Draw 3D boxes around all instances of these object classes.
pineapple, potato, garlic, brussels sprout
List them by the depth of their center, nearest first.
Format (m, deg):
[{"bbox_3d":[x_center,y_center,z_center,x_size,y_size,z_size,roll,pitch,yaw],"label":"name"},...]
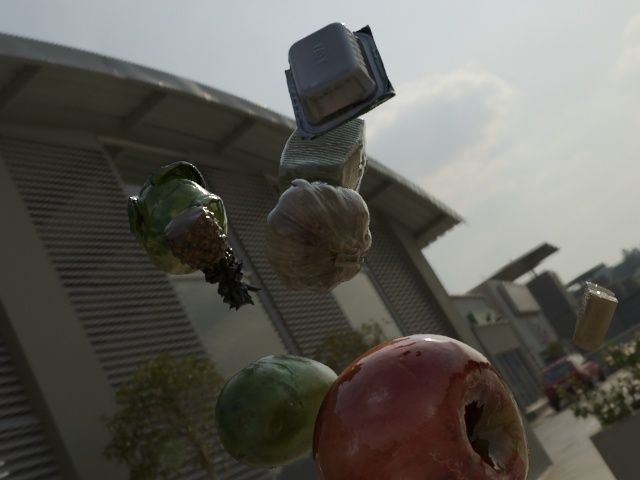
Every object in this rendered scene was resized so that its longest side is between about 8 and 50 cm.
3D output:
[{"bbox_3d":[-0.075,0.336,1.645,0.304,0.216,0.216,-12,-24,-42],"label":"potato"},{"bbox_3d":[-0.231,0.047,1.782,0.128,0.248,0.128,-26,30,16],"label":"pineapple"},{"bbox_3d":[-0.370,-0.053,2.132,0.227,0.259,0.294,-6,-63,-46],"label":"brussels sprout"},{"bbox_3d":[-0.008,-0.004,2.204,0.322,0.322,0.241,-31,11,2],"label":"garlic"}]

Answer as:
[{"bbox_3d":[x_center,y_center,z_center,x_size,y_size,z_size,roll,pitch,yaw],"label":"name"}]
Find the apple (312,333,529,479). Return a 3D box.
[{"bbox_3d":[0.158,0.343,1.372,0.364,0.364,0.364,-28,-16,-9],"label":"apple"}]

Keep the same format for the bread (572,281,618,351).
[{"bbox_3d":[0.701,0.197,2.109,0.105,0.077,0.152,-49,-21,-74],"label":"bread"}]

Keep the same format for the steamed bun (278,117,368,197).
[{"bbox_3d":[0.011,-0.212,2.487,0.247,0.383,0.236,5,-52,11],"label":"steamed bun"}]

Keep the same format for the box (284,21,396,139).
[{"bbox_3d":[0.023,-0.428,2.062,0.264,0.336,0.106,-25,-44,12],"label":"box"}]
